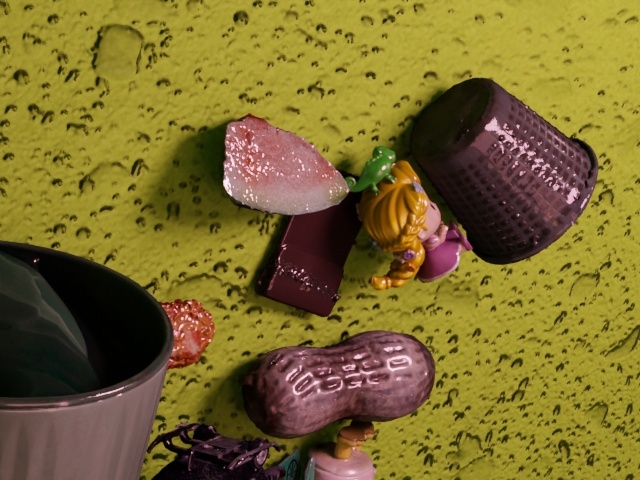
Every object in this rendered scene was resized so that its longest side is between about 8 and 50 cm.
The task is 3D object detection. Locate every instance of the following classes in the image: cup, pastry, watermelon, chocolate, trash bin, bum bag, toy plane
[{"bbox_3d":[-0.350,0.217,1.679,0.401,0.310,0.392,-2,116,-26],"label":"cup"},{"bbox_3d":[-0.192,0.100,1.900,0.169,0.063,0.087,-6,105,-30],"label":"pastry"},{"bbox_3d":[-0.047,-0.069,1.922,0.180,0.081,0.094,24,85,-47],"label":"watermelon"},{"bbox_3d":[0.022,0.158,2.059,0.248,0.110,0.110,-11,116,-29],"label":"chocolate"},{"bbox_3d":[0.190,-0.089,2.046,0.175,0.175,0.161,-50,121,-8],"label":"trash bin"},{"bbox_3d":[0.000,0.000,2.020,0.109,0.026,0.159,18,97,-43],"label":"bum bag"},{"bbox_3d":[-0.096,0.270,1.955,0.382,0.106,0.155,-14,113,-68],"label":"toy plane"}]

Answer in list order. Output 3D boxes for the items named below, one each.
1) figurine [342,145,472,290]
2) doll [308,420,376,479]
[{"bbox_3d":[0.075,-0.018,2.013,0.115,0.095,0.156,-41,122,-5],"label":"figurine"},{"bbox_3d":[0.015,0.302,2.134,0.129,0.081,0.207,-31,136,-65],"label":"doll"}]
